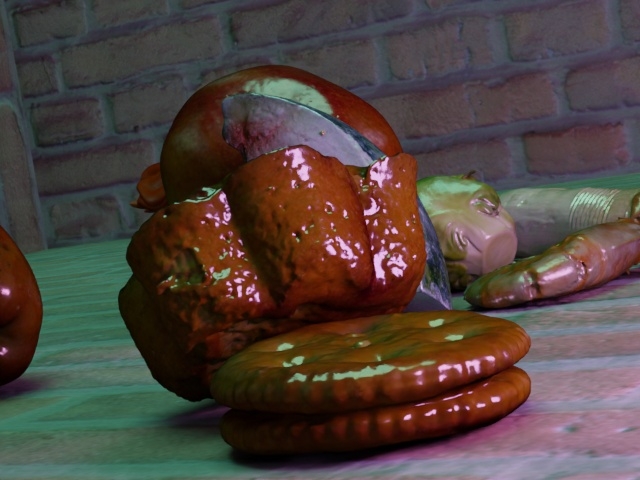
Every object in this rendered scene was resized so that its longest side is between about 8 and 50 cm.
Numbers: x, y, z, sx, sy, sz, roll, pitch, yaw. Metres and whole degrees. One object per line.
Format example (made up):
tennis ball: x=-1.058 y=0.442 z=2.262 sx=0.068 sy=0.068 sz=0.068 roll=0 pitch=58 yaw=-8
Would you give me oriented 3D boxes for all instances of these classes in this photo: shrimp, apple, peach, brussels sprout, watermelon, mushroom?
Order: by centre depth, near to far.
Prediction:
apple: x=-0.393 y=0.061 z=1.499 sx=0.234 sy=0.234 sz=0.234 roll=-9 pitch=4 yaw=1
shrimp: x=0.267 y=0.020 z=1.579 sx=0.294 sy=0.062 sz=0.154 roll=-15 pitch=1 yaw=-39
watermelon: x=0.000 y=0.000 z=1.592 sx=0.214 sy=0.320 sz=0.289 roll=-46 pitch=-11 yaw=-7
brussels sprout: x=0.148 y=-0.003 z=1.709 sx=0.117 sy=0.155 sz=0.155 roll=-47 pitch=15 yaw=-13
mushroom: x=0.292 y=-0.018 z=1.831 sx=0.351 sy=0.095 sz=0.122 roll=-8 pitch=22 yaw=47
peach: x=-0.037 y=-0.072 z=1.860 sx=0.307 sy=0.308 sz=0.332 roll=-12 pitch=7 yaw=-30

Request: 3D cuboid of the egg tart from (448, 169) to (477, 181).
egg tart: x=0.138 y=-0.026 z=2.134 sx=0.290 sy=0.115 sz=0.290 roll=-11 pitch=3 yaw=1

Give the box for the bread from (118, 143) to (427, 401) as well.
bread: x=-0.045 y=0.027 z=1.157 sx=0.232 sy=0.135 sz=0.246 roll=4 pitch=-35 yaw=-41

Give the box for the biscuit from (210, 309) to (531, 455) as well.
biscuit: x=0.034 y=0.095 z=1.008 sx=0.220 sy=0.066 sz=0.220 roll=-9 pitch=5 yaw=1

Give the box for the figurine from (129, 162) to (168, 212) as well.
figurine: x=-0.158 y=-0.049 z=2.101 sx=0.181 sy=0.257 sz=0.208 roll=-10 pitch=3 yaw=-19
